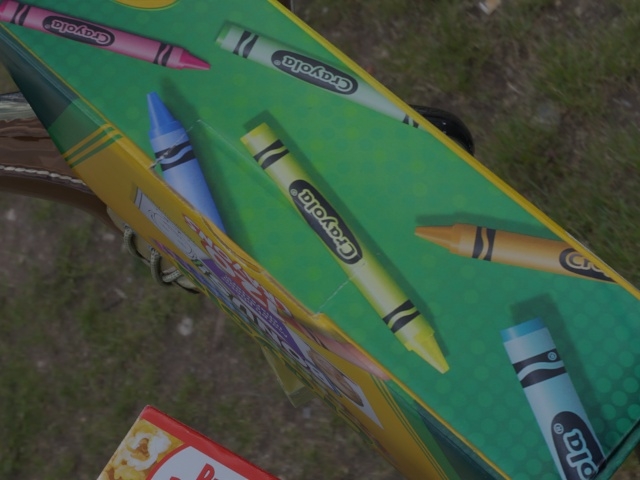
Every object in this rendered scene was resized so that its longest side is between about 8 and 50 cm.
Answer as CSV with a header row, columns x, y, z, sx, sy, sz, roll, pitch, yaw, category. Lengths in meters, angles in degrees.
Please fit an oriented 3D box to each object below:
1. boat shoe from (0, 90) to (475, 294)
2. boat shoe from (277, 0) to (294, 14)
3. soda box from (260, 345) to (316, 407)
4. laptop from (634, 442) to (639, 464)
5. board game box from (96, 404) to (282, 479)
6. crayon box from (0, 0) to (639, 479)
x,y,z,sx,sy,sz,roll,pitch,yaw,category
-0.069,-0.026,0.669,0.324,0.122,0.120,3,88,2,boat shoe
-0.100,-0.342,1.198,0.123,0.116,0.324,-15,76,33,boat shoe
0.038,0.083,1.028,0.181,0.061,0.058,-29,69,-5,soda box
0.325,0.037,0.644,0.236,0.382,0.408,-17,69,-4,laptop
0.008,0.154,0.470,0.193,0.147,0.045,26,68,16,board game box
0.000,0.000,0.450,0.278,0.165,0.081,41,77,15,crayon box
